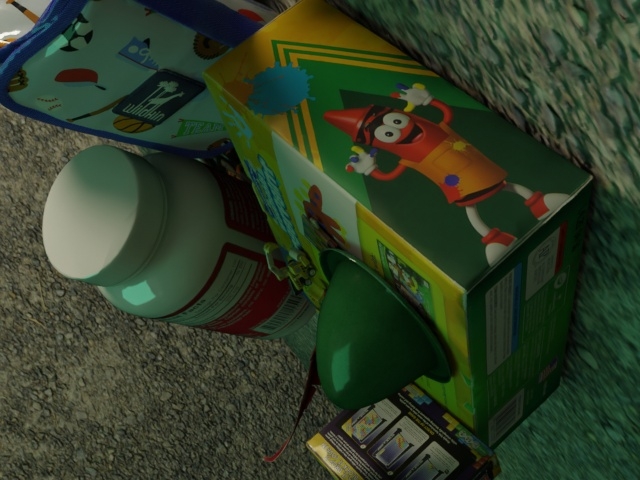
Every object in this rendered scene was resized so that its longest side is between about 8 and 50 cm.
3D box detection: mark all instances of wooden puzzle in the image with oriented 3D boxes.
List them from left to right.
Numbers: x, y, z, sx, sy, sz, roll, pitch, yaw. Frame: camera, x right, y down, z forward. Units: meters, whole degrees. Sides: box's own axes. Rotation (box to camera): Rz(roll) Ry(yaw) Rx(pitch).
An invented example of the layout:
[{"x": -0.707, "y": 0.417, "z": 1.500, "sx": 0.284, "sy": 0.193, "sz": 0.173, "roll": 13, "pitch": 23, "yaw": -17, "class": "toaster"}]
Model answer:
[{"x": 0.000, "y": 0.000, "z": 0.803, "sx": 0.049, "sy": 0.006, "sz": 0.083, "roll": 46, "pitch": 165, "yaw": 19, "class": "wooden puzzle"}]

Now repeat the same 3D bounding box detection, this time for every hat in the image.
[{"x": 0.007, "y": 0.140, "z": 0.764, "sx": 0.173, "sy": 0.183, "sz": 0.208, "roll": 30, "pitch": 158, "yaw": 49, "class": "hat"}]

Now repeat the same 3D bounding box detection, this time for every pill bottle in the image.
[{"x": -0.177, "y": 0.009, "z": 1.127, "sx": 0.229, "sy": 0.229, "sz": 0.407, "roll": 42, "pitch": -169, "yaw": 34, "class": "pill bottle"}]

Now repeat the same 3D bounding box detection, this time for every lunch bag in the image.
[{"x": -0.245, "y": -0.236, "z": 0.922, "sx": 0.385, "sy": 0.239, "sz": 0.328, "roll": 10, "pitch": 178, "yaw": 41, "class": "lunch bag"}]

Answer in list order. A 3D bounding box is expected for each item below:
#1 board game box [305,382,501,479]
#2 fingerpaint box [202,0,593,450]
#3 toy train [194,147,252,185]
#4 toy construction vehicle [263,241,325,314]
[{"x": 0.090, "y": 0.242, "z": 0.876, "sx": 0.170, "sy": 0.141, "sz": 0.048, "roll": 38, "pitch": 161, "yaw": 43, "class": "board game box"}, {"x": 0.093, "y": 0.005, "z": 0.886, "sx": 0.371, "sy": 0.163, "sz": 0.445, "roll": 42, "pitch": 164, "yaw": 32, "class": "fingerpaint box"}, {"x": -0.137, "y": -0.139, "z": 1.360, "sx": 0.190, "sy": 0.142, "sz": 0.334, "roll": 40, "pitch": 166, "yaw": 4, "class": "toy train"}, {"x": -0.026, "y": 0.049, "z": 0.957, "sx": 0.086, "sy": 0.035, "sz": 0.098, "roll": 32, "pitch": 157, "yaw": 55, "class": "toy construction vehicle"}]
